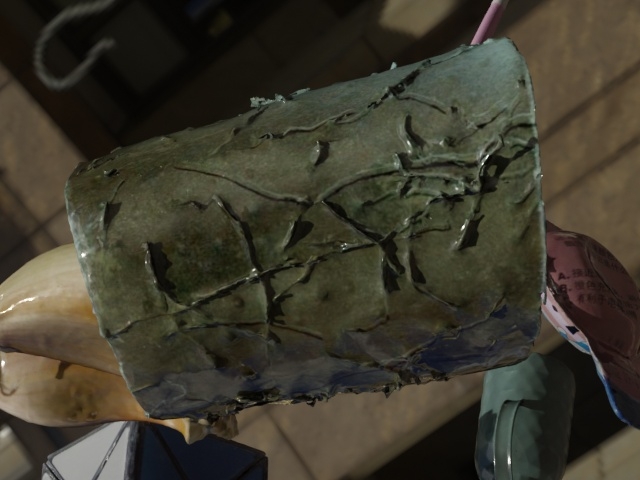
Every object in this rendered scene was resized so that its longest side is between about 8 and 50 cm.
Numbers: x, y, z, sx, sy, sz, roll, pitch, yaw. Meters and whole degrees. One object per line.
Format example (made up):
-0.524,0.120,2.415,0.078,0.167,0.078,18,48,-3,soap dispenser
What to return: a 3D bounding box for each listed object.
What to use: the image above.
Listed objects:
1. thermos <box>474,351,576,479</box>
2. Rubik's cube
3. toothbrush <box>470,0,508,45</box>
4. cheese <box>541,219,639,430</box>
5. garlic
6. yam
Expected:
0.305,0.306,2.416,0.286,0.145,0.182,-76,-26,-43,thermos
-0.245,0.419,2.287,0.259,0.255,0.260,28,-131,-33,Rubik's cube
0.168,-0.216,1.586,0.020,0.025,0.286,46,-121,-38,toothbrush
0.294,0.086,1.667,0.189,0.074,0.286,24,-145,-39,cheese
-0.239,0.113,1.748,0.313,0.249,0.286,14,-178,9,garlic
0.000,0.000,1.167,0.241,0.348,0.241,-13,-90,-83,yam
